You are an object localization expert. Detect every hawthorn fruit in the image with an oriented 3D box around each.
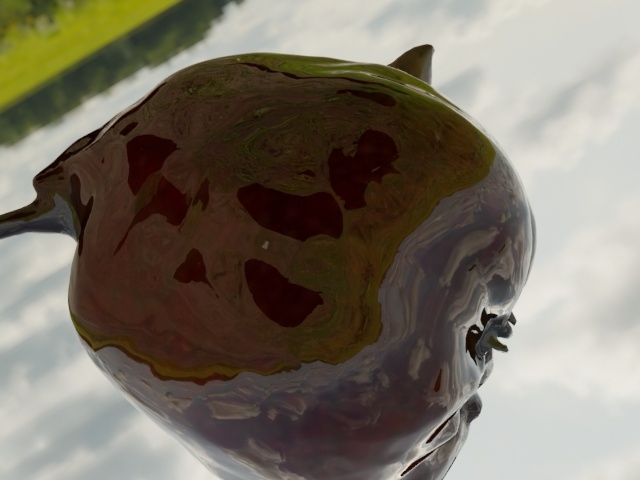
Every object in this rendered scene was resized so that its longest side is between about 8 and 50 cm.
[{"bbox_3d":[-0.031,0.010,0.887,0.208,0.248,0.208,17,90,-88],"label":"hawthorn fruit"}]

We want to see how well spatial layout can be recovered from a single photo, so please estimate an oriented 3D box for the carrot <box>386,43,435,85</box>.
[{"bbox_3d":[0.000,0.000,1.129,0.263,0.102,0.102,-63,-169,-3],"label":"carrot"}]
